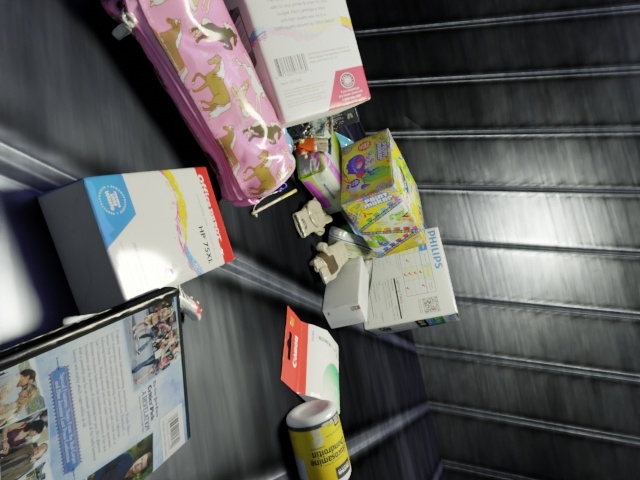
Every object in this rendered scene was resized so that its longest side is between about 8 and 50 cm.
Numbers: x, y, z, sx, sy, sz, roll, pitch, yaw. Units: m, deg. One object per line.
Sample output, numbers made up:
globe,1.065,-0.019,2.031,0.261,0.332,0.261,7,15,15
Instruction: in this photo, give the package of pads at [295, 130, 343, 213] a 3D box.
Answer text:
package of pads,0.000,-0.268,1.340,0.229,0.101,0.297,46,31,-54

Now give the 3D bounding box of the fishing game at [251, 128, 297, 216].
fishing game,-0.135,-0.203,0.878,0.189,0.041,0.264,-39,119,-35

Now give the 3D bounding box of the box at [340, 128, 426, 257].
box,0.207,-0.153,1.358,0.279,0.176,0.290,51,31,-39

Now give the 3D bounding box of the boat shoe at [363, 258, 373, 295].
boat shoe,0.121,0.160,1.446,0.321,0.102,0.118,-66,159,-56

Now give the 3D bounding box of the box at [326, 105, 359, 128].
box,0.069,-0.560,1.722,0.093,0.155,0.159,-78,150,-58

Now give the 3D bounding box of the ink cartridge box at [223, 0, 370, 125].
ink cartridge box,-0.055,-0.394,0.813,0.225,0.131,0.307,-24,102,-28

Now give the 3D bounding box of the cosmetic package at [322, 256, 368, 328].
cosmetic package,0.082,0.154,1.260,0.231,0.117,0.086,-77,148,-55

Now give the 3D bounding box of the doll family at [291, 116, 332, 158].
doll family,-0.047,-0.366,1.195,0.118,0.162,0.263,92,-2,-60

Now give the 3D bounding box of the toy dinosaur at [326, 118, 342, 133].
toy dinosaur,0.030,-0.376,1.337,0.090,0.047,0.082,39,15,31

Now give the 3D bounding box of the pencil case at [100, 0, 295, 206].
pencil case,-0.175,-0.240,0.665,0.160,0.167,0.386,40,-17,50

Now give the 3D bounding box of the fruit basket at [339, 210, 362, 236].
fruit basket,0.133,-0.193,1.618,0.353,0.165,0.327,59,31,-20

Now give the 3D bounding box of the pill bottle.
pill bottle,0.002,0.419,0.803,0.103,0.103,0.184,-12,88,-73

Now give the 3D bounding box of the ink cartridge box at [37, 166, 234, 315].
ink cartridge box,-0.192,-0.015,0.507,0.231,0.077,0.134,-31,106,-63

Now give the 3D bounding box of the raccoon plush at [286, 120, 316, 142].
raccoon plush,-0.166,-0.402,0.926,0.445,0.216,0.300,19,70,-35

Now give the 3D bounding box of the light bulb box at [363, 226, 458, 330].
light bulb box,0.350,0.177,1.695,0.225,0.360,0.359,40,40,-63

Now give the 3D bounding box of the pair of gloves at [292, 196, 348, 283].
pair of gloves,0.000,0.000,1.219,0.240,0.042,0.204,65,29,-14

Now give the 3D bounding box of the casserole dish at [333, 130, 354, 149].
casserole dish,0.082,-0.380,1.633,0.188,0.037,0.114,15,38,-36

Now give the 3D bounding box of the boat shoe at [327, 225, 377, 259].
boat shoe,0.121,0.027,1.440,0.302,0.109,0.094,19,95,-46

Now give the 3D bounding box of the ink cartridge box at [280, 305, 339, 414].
ink cartridge box,-0.015,0.279,0.954,0.225,0.056,0.181,62,21,-44

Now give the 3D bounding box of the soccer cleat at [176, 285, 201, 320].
soccer cleat,-0.195,0.083,0.566,0.083,0.029,0.036,65,27,-23

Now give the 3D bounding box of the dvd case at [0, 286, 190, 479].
dvd case,-0.204,0.158,0.340,0.253,0.022,0.181,-25,116,-65
